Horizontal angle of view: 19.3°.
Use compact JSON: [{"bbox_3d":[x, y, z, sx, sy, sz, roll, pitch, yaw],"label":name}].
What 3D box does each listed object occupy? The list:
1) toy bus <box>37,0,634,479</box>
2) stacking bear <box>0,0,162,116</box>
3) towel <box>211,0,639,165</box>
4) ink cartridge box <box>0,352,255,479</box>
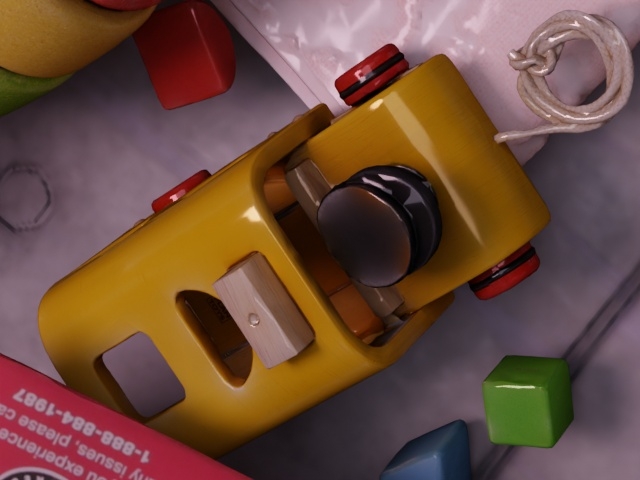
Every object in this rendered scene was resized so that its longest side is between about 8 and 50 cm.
[{"bbox_3d":[-0.005,0.010,0.675,0.191,0.104,0.202,16,118,19],"label":"toy bus"},{"bbox_3d":[-0.108,-0.126,0.652,0.289,0.164,0.175,-17,100,27],"label":"stacking bear"},{"bbox_3d":[0.043,-0.224,0.675,0.317,0.053,0.332,45,114,4],"label":"towel"},{"bbox_3d":[-0.097,0.221,0.616,0.226,0.131,0.306,29,63,-4],"label":"ink cartridge box"}]
